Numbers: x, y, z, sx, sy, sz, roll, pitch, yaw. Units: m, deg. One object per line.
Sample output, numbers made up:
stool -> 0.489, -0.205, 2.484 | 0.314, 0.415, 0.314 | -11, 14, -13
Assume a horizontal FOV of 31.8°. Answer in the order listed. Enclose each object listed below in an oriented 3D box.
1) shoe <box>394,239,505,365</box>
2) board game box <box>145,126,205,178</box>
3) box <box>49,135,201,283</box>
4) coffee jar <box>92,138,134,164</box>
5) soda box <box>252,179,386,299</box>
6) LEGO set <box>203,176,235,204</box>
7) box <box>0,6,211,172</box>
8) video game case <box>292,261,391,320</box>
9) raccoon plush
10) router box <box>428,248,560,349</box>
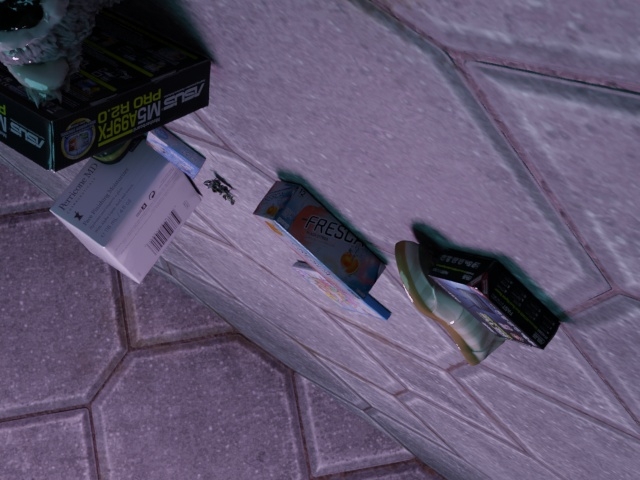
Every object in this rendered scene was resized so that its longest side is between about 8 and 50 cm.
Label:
shoe -> 0.153, 0.066, 1.304 | 0.219, 0.058, 0.077 | 49, -154, -40
board game box -> -0.212, -0.130, 1.639 | 0.090, 0.020, 0.090 | 37, 167, -5
box -> -0.306, -0.057, 1.793 | 0.119, 0.181, 0.182 | 31, 168, 19
coffee jar -> -0.334, -0.179, 1.644 | 0.096, 0.079, 0.184 | 33, 169, 12
soda box -> 0.000, 0.000, 1.455 | 0.183, 0.058, 0.063 | 42, 167, -31
LEGO set -> -0.147, -0.078, 1.675 | 0.054, 0.023, 0.083 | 38, -178, 0
box -> -0.285, -0.183, 1.178 | 0.270, 0.216, 0.060 | 29, 129, 27
video game case -> 0.031, 0.079, 1.788 | 0.119, 0.015, 0.166 | 40, 167, -21
raccoon plush -> -0.362, -0.308, 1.098 | 0.299, 0.216, 0.446 | 30, -167, -31
router box -> 0.188, 0.063, 1.219 | 0.122, 0.038, 0.092 | 41, 168, -26
